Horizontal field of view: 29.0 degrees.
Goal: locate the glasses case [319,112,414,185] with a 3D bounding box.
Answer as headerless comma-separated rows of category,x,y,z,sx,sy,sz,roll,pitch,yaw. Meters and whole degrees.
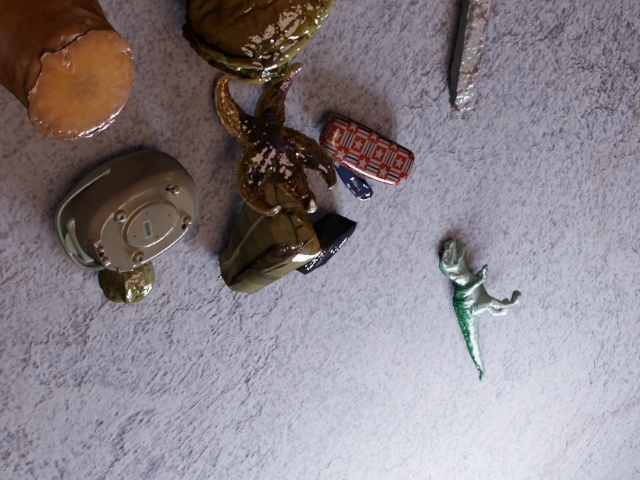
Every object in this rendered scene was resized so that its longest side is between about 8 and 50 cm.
glasses case,0.070,-0.142,1.970,0.194,0.049,0.073,23,92,-42

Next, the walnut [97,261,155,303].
walnut,-0.286,0.052,1.830,0.092,0.092,0.092,-18,127,-25

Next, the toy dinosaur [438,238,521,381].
toy dinosaur,0.319,0.140,2.303,0.129,0.076,0.383,-13,125,12

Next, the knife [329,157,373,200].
knife,0.048,-0.105,2.004,0.031,0.018,0.121,-39,133,2

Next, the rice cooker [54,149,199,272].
rice cooker,-0.269,-0.040,1.751,0.206,0.127,0.145,-35,128,-22

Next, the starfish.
starfish,-0.070,-0.152,1.823,0.238,0.071,0.216,41,65,-21

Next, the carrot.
carrot,-0.335,-0.257,1.478,0.196,0.254,0.196,-21,132,-25

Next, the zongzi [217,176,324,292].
zongzi,-0.099,-0.030,1.916,0.099,0.197,0.194,-4,157,-46

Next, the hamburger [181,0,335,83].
hamburger,-0.089,-0.315,1.648,0.206,0.183,0.130,-56,160,8

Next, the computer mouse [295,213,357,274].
computer mouse,0.000,0.000,1.985,0.099,0.057,0.172,-49,173,28

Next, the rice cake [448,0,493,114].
rice cake,0.243,-0.330,1.969,0.049,0.055,0.269,0,118,-12
